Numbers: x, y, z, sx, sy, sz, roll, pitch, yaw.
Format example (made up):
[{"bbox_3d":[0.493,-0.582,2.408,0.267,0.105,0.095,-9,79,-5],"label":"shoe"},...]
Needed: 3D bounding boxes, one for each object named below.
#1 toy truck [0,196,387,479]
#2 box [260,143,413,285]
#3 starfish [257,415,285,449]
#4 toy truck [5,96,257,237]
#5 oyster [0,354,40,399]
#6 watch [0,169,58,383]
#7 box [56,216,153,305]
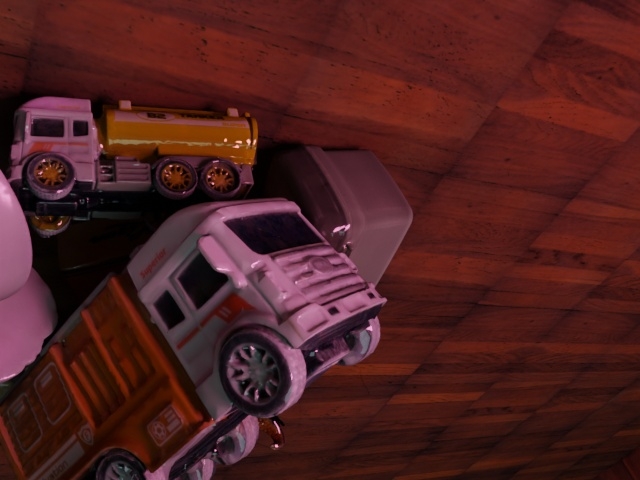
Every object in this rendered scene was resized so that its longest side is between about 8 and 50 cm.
[{"bbox_3d":[-0.138,0.119,0.616,0.387,0.207,0.173,-43,166,24],"label":"toy truck"},{"bbox_3d":[0.000,0.000,0.748,0.129,0.148,0.210,-8,142,-30],"label":"box"},{"bbox_3d":[-0.209,0.320,1.051,0.303,0.113,0.312,-14,138,-10],"label":"starfish"},{"bbox_3d":[-0.168,-0.072,0.609,0.227,0.114,0.098,-1,158,-24],"label":"toy truck"},{"bbox_3d":[-0.335,0.184,0.790,0.295,0.094,0.166,-5,132,-2],"label":"oyster"},{"bbox_3d":[-0.321,0.001,0.526,0.244,0.196,0.231,41,129,-4],"label":"watch"},{"bbox_3d":[-0.201,0.064,0.786,0.152,0.070,0.237,-14,139,-9],"label":"box"}]
